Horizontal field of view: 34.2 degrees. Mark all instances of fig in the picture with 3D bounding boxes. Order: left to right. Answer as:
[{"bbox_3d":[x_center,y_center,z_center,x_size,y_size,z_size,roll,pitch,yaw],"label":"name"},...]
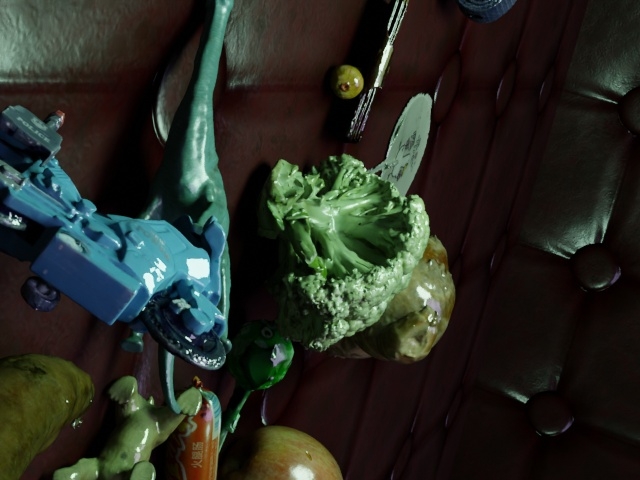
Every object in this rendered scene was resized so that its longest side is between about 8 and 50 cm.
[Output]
[{"bbox_3d":[0.041,-0.234,1.497,0.083,0.050,0.050,-62,162,-59],"label":"fig"}]

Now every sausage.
[{"bbox_3d":[-0.170,0.291,1.374,0.083,0.083,0.264,-39,141,-56],"label":"sausage"}]

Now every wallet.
[{"bbox_3d":[0.083,-0.253,1.553,0.122,0.031,0.232,-139,-112,-85],"label":"wallet"}]

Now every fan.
[{"bbox_3d":[0.125,-0.136,1.847,0.414,0.012,0.233,-34,138,-60],"label":"fan"}]

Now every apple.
[{"bbox_3d":[-0.065,0.372,1.554,0.174,0.188,0.188,44,58,-23],"label":"apple"}]

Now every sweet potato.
[{"bbox_3d":[-0.294,0.169,0.883,0.422,0.130,0.131,-35,140,-71],"label":"sweet potato"}]

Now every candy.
[{"bbox_3d":[-0.132,0.259,1.467,0.323,0.097,0.097,-65,161,9],"label":"candy"}]

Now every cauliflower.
[{"bbox_3d":[0.000,0.000,1.402,0.250,0.275,0.272,41,81,-26],"label":"cauliflower"}]

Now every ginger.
[{"bbox_3d":[0.094,0.085,1.599,0.256,0.176,0.375,-53,-161,-2],"label":"ginger"}]

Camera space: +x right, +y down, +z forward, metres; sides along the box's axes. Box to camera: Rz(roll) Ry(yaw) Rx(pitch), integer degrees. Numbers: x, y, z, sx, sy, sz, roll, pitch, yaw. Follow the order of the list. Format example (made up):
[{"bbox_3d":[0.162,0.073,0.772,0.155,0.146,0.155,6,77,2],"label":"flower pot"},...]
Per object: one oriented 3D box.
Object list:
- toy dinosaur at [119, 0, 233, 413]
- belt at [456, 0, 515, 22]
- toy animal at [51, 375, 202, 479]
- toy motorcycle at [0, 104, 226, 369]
[{"bbox_3d":[-0.133,-0.049,1.134,0.383,0.129,0.331,98,0,-50],"label":"toy dinosaur"},{"bbox_3d":[0.301,-0.500,1.818,0.126,0.139,0.231,3,104,-75],"label":"belt"},{"bbox_3d":[-0.230,0.252,1.180,0.219,0.103,0.101,-61,-178,-36],"label":"toy animal"},{"bbox_3d":[-0.181,-0.003,0.849,0.123,0.272,0.182,-49,-167,14],"label":"toy motorcycle"}]
